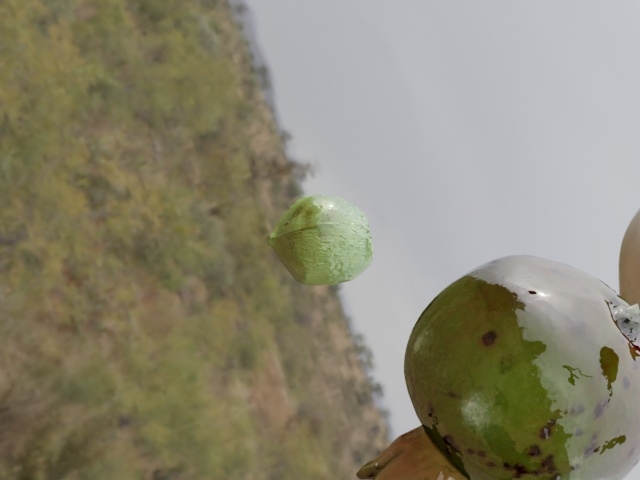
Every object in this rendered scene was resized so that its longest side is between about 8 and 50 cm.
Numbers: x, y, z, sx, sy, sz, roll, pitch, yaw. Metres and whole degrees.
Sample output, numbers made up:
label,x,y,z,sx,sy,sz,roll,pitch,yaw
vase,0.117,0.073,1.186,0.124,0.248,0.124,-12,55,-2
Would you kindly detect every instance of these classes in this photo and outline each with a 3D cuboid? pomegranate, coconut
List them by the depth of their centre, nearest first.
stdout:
label,x,y,z,sx,sy,sz,roll,pitch,yaw
pomegranate,0.114,0.101,0.792,0.159,0.205,0.159,46,13,-14
coconut,0.000,0.000,1.149,0.088,0.096,0.088,-179,-90,-79

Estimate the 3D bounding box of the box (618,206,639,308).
label,x,y,z,sx,sy,sz,roll,pitch,yaw
box,0.410,0.044,1.279,0.141,0.289,0.349,27,-32,36
